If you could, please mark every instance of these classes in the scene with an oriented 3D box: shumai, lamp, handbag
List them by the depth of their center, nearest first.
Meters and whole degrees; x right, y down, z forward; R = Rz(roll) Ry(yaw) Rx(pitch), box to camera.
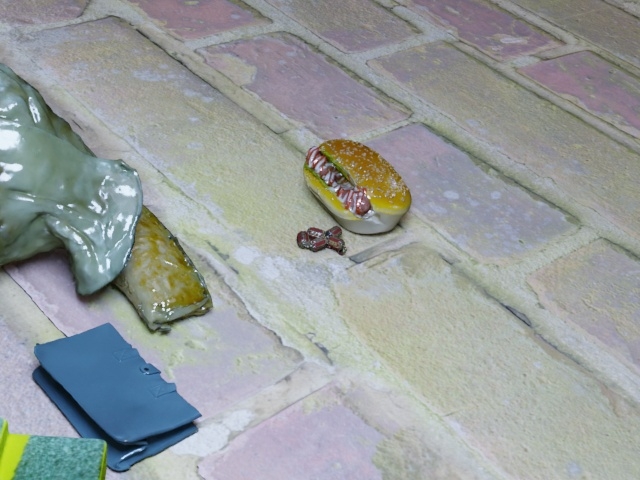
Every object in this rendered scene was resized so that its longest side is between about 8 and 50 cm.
[{"bbox_3d":[-0.280,0.204,1.314,0.221,0.057,0.144,36,36,31],"label":"handbag"},{"bbox_3d":[-0.404,-0.084,1.430,0.288,0.330,0.292,11,11,17],"label":"shumai"},{"bbox_3d":[0.000,0.000,1.665,0.083,0.031,0.063,-1,37,-10],"label":"lamp"}]

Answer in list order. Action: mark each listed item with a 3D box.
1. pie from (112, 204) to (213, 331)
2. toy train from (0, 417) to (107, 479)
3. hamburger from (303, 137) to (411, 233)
[{"bbox_3d":[-0.273,0.035,1.521,0.128,0.068,0.282,-16,49,-30],"label":"pie"},{"bbox_3d":[-0.403,0.298,0.978,0.441,0.272,0.179,5,40,-7],"label":"toy train"},{"bbox_3d":[0.066,-0.101,1.740,0.172,0.116,0.210,-13,43,-32],"label":"hamburger"}]
